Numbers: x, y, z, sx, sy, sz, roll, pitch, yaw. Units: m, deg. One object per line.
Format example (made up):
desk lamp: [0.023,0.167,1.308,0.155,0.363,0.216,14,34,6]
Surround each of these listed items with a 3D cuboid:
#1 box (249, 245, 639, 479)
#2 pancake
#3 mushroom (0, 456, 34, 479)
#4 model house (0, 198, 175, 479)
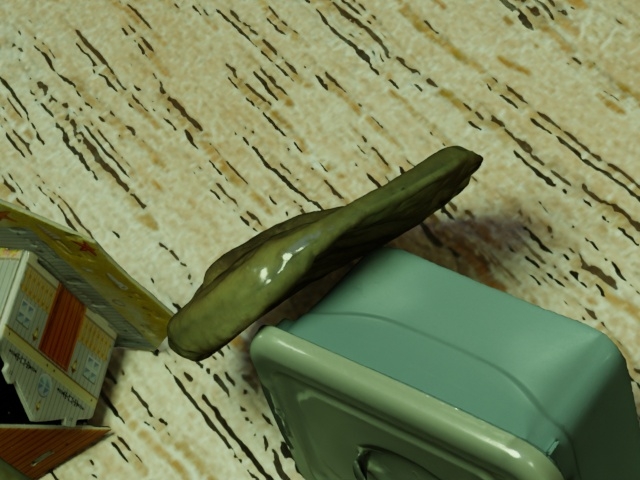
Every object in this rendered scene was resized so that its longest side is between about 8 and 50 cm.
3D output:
box: [0.079,0.111,1.129,0.227,0.162,0.130,23,59,35]
pancake: [0.000,0.000,1.205,0.242,0.242,0.050,-32,89,0]
mushroom: [-0.233,0.256,1.059,0.260,0.352,0.352,-40,37,45]
model house: [-0.224,0.078,1.251,0.207,0.219,0.136,3,64,27]
